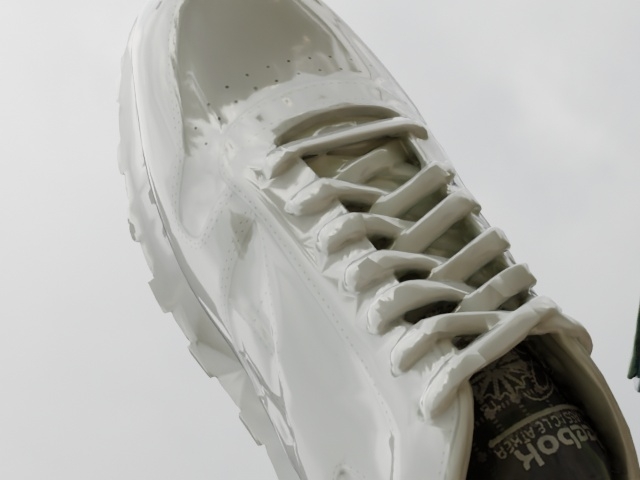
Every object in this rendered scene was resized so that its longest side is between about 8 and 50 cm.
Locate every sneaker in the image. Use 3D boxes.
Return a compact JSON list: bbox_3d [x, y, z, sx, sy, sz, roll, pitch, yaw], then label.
[{"bbox_3d":[0.022,0.022,0.360,0.090,0.235,0.095,-19,-17,-23],"label":"sneaker"}]

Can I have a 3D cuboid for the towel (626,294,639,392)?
[{"bbox_3d":[0.296,-0.059,1.216,0.370,0.040,0.271,-41,-41,-70],"label":"towel"}]
